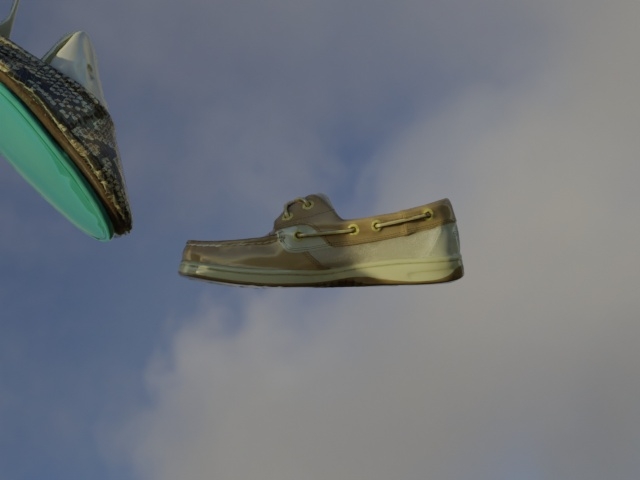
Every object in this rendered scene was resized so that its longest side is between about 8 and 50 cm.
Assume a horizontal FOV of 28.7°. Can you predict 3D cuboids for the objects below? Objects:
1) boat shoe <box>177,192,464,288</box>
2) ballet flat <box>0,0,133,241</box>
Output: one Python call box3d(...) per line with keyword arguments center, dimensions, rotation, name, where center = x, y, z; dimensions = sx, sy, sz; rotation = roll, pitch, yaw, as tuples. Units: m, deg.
box3d(center=(0.000, 0.000, 0.593), dimensions=(0.135, 0.045, 0.050), rotation=(-1, -2, -10), name="boat shoe")
box3d(center=(-0.361, -0.206, 1.357), dimensions=(0.182, 0.483, 0.164), rotation=(-58, 13, -24), name="ballet flat")
